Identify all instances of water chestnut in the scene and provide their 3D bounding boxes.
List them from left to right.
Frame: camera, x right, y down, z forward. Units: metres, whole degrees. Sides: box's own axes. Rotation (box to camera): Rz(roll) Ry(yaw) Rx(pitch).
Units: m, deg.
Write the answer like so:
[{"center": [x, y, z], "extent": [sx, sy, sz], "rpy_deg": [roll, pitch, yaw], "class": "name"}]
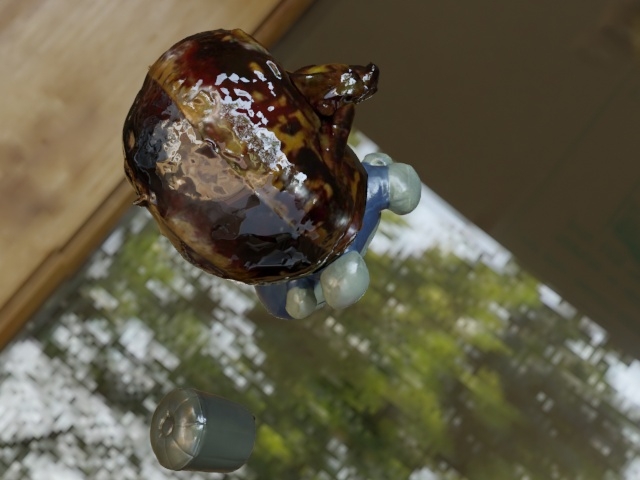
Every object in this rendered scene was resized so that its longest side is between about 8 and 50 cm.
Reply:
[{"center": [-0.059, -0.098, 1.800], "extent": [0.300, 0.300, 0.300], "rpy_deg": [35, -18, 14], "class": "water chestnut"}]

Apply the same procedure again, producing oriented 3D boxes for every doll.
[{"center": [0.000, 0.000, 2.048], "extent": [0.154, 0.228, 0.258], "rpy_deg": [29, -22, -1], "class": "doll"}]

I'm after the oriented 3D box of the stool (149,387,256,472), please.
[{"center": [-0.134, 0.221, 2.012], "extent": [0.110, 0.096, 0.096], "rpy_deg": [16, 1, -40], "class": "stool"}]
